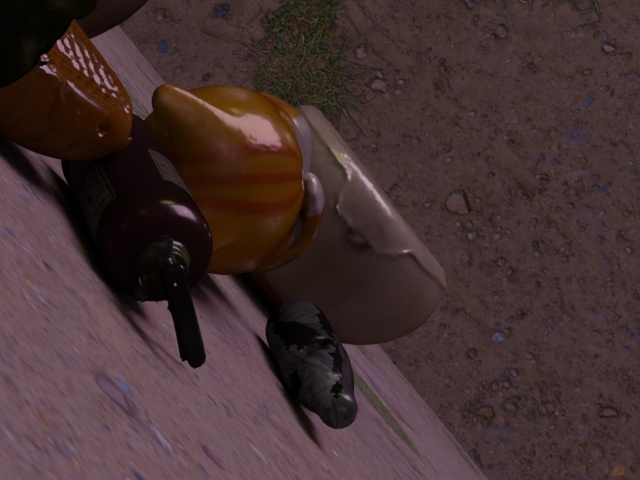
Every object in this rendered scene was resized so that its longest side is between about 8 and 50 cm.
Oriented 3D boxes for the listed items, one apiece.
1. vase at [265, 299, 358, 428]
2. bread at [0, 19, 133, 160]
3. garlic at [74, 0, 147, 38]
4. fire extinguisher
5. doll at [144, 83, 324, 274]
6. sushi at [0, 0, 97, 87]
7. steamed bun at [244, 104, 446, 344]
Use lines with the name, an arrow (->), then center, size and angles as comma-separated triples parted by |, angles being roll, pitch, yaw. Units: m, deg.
vase -> -0.003, 0.107, 1.216 | 0.060, 0.060, 0.211 | 49, 1, -18
bread -> -0.198, -0.121, 0.905 | 0.189, 0.077, 0.114 | 52, 16, -21
garlic -> -0.214, -0.259, 1.026 | 0.210, 0.291, 0.238 | -16, 109, -73
fire extinguisher -> -0.111, -0.002, 0.928 | 0.231, 0.071, 0.099 | -126, -157, -57
doll -> -0.078, -0.051, 1.212 | 0.269, 0.162, 0.167 | 163, -83, -86
sushi -> -0.167, -0.193, 0.405 | 0.294, 0.178, 0.352 | 54, 19, -50
steamed bun -> 0.000, 0.000, 1.581 | 0.283, 0.177, 0.283 | 51, 4, -5
